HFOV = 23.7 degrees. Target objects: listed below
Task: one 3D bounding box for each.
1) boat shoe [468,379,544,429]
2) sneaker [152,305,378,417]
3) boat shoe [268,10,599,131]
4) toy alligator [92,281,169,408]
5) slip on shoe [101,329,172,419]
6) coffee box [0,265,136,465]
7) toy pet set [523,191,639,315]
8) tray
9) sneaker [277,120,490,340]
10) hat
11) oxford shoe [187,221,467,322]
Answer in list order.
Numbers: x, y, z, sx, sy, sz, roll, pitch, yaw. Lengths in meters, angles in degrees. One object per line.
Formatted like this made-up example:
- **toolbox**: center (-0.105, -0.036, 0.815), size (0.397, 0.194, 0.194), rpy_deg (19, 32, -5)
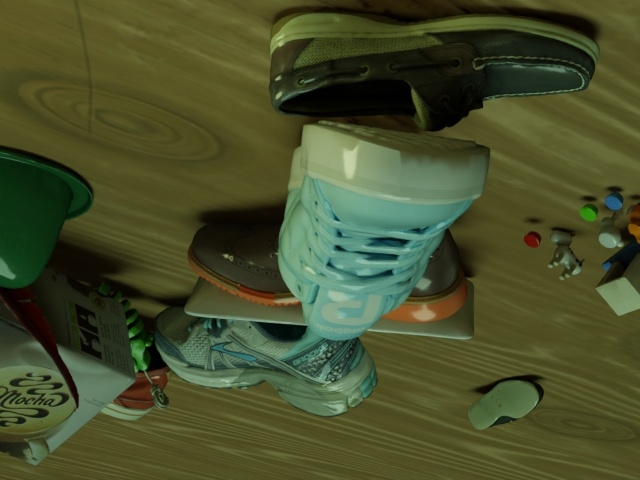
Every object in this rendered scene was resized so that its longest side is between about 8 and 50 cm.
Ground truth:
- **boat shoe**: center (0.236, 0.200, 1.893), size (0.042, 0.048, 0.133), rpy_deg (-15, 167, -34)
- **sneaker**: center (-0.068, 0.090, 1.626), size (0.283, 0.110, 0.122), rpy_deg (8, 130, 34)
- **boat shoe**: center (0.074, -0.108, 1.028), size (0.224, 0.073, 0.080), rpy_deg (4, 160, 8)
- **toy alligator**: center (-0.211, 0.104, 1.673), size (0.051, 0.056, 0.189), rpy_deg (-33, 107, 17)
- **slip on shoe**: center (-0.305, 0.103, 1.716), size (0.331, 0.123, 0.101), rpy_deg (26, 119, -32)
- **coffee box**: center (-0.354, 0.093, 1.520), size (0.168, 0.118, 0.297), rpy_deg (-39, 133, 22)
- **toy pet set**: center (0.263, 0.001, 1.335), size (0.114, 0.065, 0.122), rpy_deg (49, 144, -10)
- **tray**: center (0.013, 0.044, 1.460), size (0.271, 0.030, 0.145), rpy_deg (5, -159, 4)
- **sneaker**: center (0.039, 0.000, 1.098), size (0.135, 0.150, 0.366), rpy_deg (5, 178, -2)
- **hat**: center (-0.295, 0.032, 1.368), size (0.209, 0.183, 0.173), rpy_deg (11, 159, -14)
- **oxford shoe**: center (0.000, 0.000, 1.375), size (0.271, 0.097, 0.098), rpy_deg (5, 128, 22)
